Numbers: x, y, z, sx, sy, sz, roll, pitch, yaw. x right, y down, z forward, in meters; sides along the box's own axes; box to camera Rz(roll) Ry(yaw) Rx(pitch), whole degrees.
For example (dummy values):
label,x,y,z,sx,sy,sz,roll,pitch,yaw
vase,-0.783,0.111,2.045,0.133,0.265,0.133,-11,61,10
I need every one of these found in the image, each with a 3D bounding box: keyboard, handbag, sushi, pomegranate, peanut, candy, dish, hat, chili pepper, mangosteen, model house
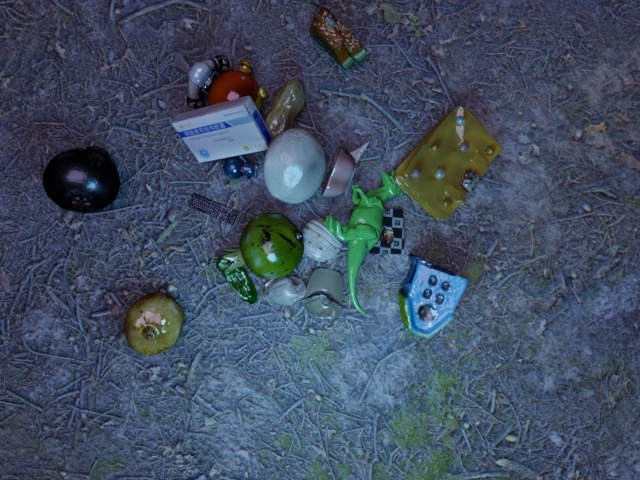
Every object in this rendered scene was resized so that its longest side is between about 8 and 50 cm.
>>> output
label,x,y,z,sx,sy,sz,roll,pitch,yaw
keyboard,-0.448,-0.132,1.725,0.204,0.013,0.061,23,91,2
handbag,0.513,-0.302,1.625,0.283,0.133,0.401,42,84,-10
sushi,0.228,-0.032,1.682,0.215,0.050,0.192,1,75,-1
pomegranate,-0.222,0.030,1.611,0.340,0.260,0.261,-18,89,7
peanut,-0.151,-0.498,1.652,0.149,0.149,0.313,26,90,2
candy,-0.092,-0.282,1.588,0.185,0.295,0.296,23,91,44
dish,0.079,-0.255,1.620,0.090,0.213,0.214,20,91,-6
hat,0.019,0.218,1.692,0.166,0.144,0.173,13,47,4
pomegranate,-0.655,0.328,1.625,0.248,0.248,0.248,0,90,2
chili pepper,-0.347,0.155,1.691,0.100,0.074,0.257,-38,89,1
mangosteen,-0.946,-0.262,1.645,0.274,0.275,0.302,-16,56,2
model house,0.406,0.228,1.586,0.215,0.237,0.303,18,92,4

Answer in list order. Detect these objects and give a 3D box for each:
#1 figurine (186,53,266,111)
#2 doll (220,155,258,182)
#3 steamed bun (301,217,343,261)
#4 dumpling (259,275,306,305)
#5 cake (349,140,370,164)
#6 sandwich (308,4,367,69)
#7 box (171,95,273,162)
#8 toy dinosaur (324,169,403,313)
label,x,y,z,sx,sy,sz,roll,pitch,yaw
figurine,-0.367,-0.579,1.632,0.323,0.196,0.320,33,92,12
doll,-0.332,-0.295,1.691,0.151,0.085,0.114,3,101,-8
steamed bun,0.000,0.000,1.664,0.182,0.106,0.183,0,88,3
dumpling,-0.149,0.195,1.666,0.199,0.118,0.136,-6,50,10
cake,0.163,-0.356,1.686,0.121,0.052,0.065,-35,83,1
sandwich,0.054,-0.800,1.625,0.292,0.212,0.109,42,106,-12
box,-0.376,-0.418,1.583,0.343,0.200,0.065,-4,48,24
toy dinosaur,0.215,-0.004,1.617,0.374,0.144,0.500,-17,88,-24
